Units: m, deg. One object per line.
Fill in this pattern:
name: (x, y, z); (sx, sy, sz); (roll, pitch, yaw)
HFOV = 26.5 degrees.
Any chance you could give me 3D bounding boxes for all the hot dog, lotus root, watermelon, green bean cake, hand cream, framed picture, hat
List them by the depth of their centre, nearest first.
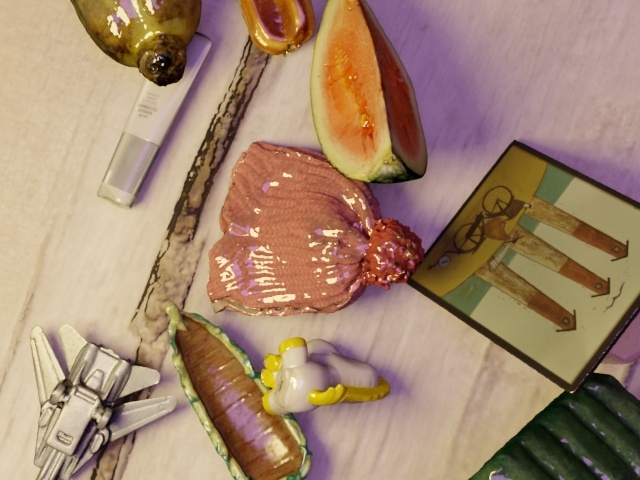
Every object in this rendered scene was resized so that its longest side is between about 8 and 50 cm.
green bean cake: (0.266, 0.339, 1.682); (0.169, 0.300, 0.308); (44, 44, 15)
framed picture: (0.278, 0.023, 1.705); (0.244, 0.324, 0.013); (-52, 133, -3)
lotus root: (-0.252, -0.337, 1.758); (0.173, 0.173, 0.309); (-23, 83, -4)
watermelon: (0.046, -0.176, 1.759); (0.128, 0.159, 0.304); (-21, 58, 15)
hat: (0.000, 0.000, 1.760); (0.286, 0.107, 0.237); (9, 84, 21)
hand cream: (-0.220, -0.164, 1.796); (0.079, 0.048, 0.255); (20, 84, 23)
hot dog: (-0.071, -0.370, 1.810); (0.104, 0.076, 0.250); (-21, 83, 16)

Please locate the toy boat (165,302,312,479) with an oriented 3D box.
toy boat: (-0.115, 0.201, 1.751); (0.108, 0.099, 0.293); (-33, 95, -5)

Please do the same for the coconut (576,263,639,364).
coconut: (0.368, 0.081, 1.746); (0.170, 0.171, 0.183); (1, 127, -2)

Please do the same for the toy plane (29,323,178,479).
toy plane: (-0.328, 0.256, 1.740); (0.212, 0.088, 0.267); (28, 85, 1)

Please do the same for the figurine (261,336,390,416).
figurine: (0.009, 0.179, 1.736); (0.129, 0.178, 0.109); (18, 100, 31)
